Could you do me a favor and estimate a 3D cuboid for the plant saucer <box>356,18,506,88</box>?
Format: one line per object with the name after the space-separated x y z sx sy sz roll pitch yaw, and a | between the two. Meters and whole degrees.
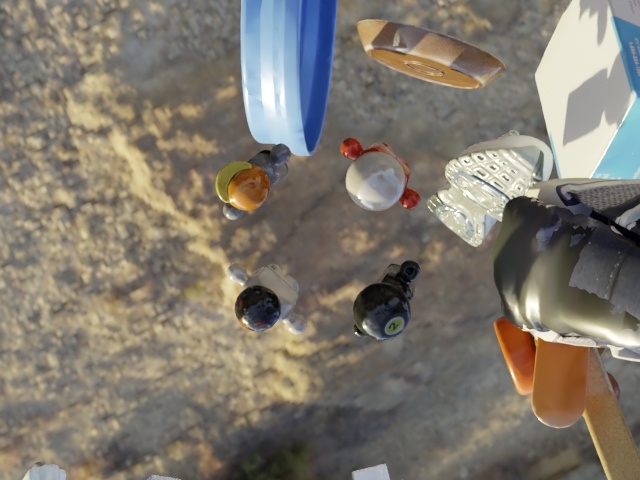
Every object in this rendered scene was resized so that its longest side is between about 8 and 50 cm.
0.116 -0.198 1.444 0.168 0.168 0.029 22 85 -54 | plant saucer

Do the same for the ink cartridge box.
0.397 -0.157 1.394 0.270 0.198 0.197 2 145 -12 | ink cartridge box

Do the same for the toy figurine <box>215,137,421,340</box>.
0.000 0.000 1.394 0.210 0.213 0.148 0 -168 8 | toy figurine

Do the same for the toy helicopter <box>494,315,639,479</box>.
0.253 0.139 1.205 0.140 0.355 0.235 -20 140 6 | toy helicopter

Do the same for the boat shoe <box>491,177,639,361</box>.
0.276 0.018 0.742 0.341 0.158 0.127 -8 104 -27 | boat shoe

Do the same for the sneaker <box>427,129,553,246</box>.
0.218 -0.087 1.622 0.129 0.111 0.297 -48 -178 -13 | sneaker

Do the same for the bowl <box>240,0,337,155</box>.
-0.035 -0.303 1.683 0.077 0.391 0.391 4 148 6 | bowl

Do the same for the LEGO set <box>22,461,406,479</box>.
-0.069 0.215 0.850 0.287 0.107 0.132 7 138 -29 | LEGO set
